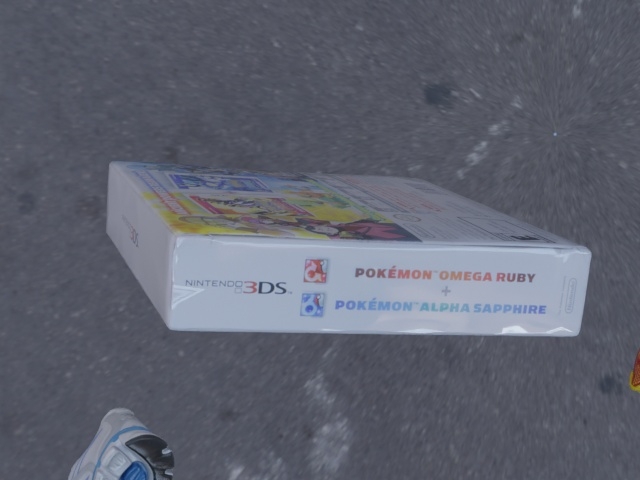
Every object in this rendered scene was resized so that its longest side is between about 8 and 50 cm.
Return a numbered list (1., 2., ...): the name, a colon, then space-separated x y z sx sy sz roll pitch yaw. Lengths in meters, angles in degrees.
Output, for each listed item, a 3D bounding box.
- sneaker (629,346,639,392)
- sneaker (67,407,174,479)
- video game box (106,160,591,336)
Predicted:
1. sneaker: 0.276 0.113 0.763 0.175 0.064 0.067 29 94 28
2. sneaker: -0.171 0.214 0.938 0.071 0.083 0.191 20 102 -30
3. video game box: 0.000 0.000 0.602 0.187 0.205 0.048 5 100 -17
